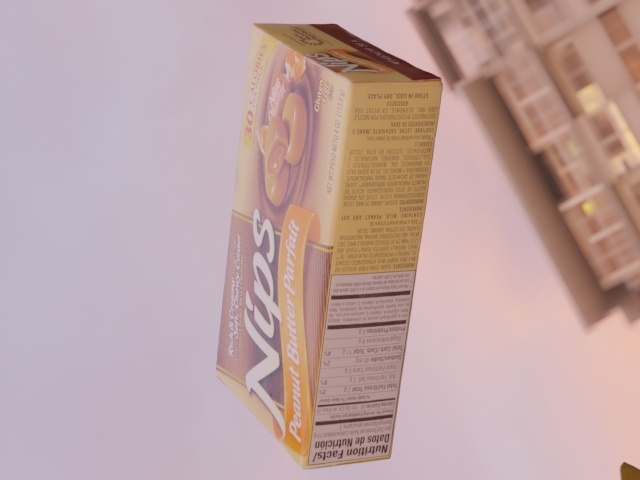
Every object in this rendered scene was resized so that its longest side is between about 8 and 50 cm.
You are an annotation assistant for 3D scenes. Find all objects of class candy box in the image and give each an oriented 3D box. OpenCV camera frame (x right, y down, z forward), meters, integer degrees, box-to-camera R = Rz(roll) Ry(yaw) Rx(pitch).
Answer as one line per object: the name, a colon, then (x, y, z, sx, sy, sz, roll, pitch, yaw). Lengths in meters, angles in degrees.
candy box: (0.000, 0.000, 1.384, 0.183, 0.088, 0.316, 39, 128, 57)

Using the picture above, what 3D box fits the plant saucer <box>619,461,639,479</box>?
plant saucer: (0.381, 0.450, 1.798, 0.332, 0.081, 0.332, -86, -17, -50)
